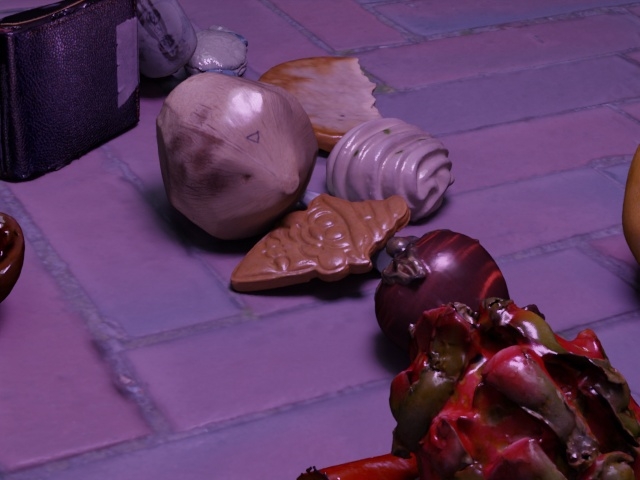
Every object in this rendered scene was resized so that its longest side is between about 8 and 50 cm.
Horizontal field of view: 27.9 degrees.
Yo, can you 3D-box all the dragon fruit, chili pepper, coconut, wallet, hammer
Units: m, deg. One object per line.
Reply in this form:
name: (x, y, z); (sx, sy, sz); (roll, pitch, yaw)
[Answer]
dragon fruit: (0.183, 0.189, 1.141); (0.231, 0.302, 0.237); (-22, -2, 15)
chili pepper: (0.065, 0.234, 1.260); (0.169, 0.065, 0.088); (-15, 53, -40)
coconut: (-0.105, -0.109, 1.645); (0.224, 0.224, 0.224); (5, 31, -3)
wallet: (-0.350, -0.224, 1.778); (0.071, 0.220, 0.262); (21, 35, 32)
hammer: (-0.332, -0.270, 1.900); (0.305, 0.202, 0.113); (-44, 41, -13)

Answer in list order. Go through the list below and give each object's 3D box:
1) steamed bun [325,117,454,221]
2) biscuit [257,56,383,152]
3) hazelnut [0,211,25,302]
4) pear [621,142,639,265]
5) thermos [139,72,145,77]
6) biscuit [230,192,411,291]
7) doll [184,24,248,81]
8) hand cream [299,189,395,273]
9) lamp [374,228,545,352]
steamed bun: (0.099, -0.105, 1.768); (0.183, 0.106, 0.183); (5, 30, -3)
biscuit: (-0.002, -0.207, 1.982); (0.205, 0.040, 0.309); (-1, 31, -12)
hazelnut: (-0.428, 0.010, 1.425); (0.202, 0.160, 0.170); (-3, 65, -1)
pear: (0.524, -0.053, 1.583); (0.315, 0.314, 0.314); (5, 31, -3)
thermos: (-0.319, -0.278, 2.023); (0.188, 0.083, 0.073); (-15, 15, -28)
biscuit: (0.000, 0.000, 1.596); (0.250, 0.035, 0.162); (-27, 36, -17)
doll: (-0.168, -0.290, 2.058); (0.104, 0.071, 0.214); (6, 35, 2)
hand cream: (0.033, -0.023, 1.679); (0.078, 0.049, 0.205); (10, 20, -42)
lamp: (0.143, 0.079, 1.436); (0.223, 0.151, 0.215); (28, 42, 29)
